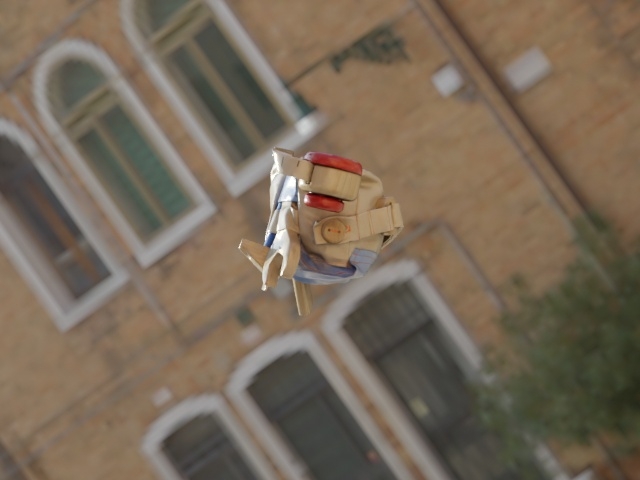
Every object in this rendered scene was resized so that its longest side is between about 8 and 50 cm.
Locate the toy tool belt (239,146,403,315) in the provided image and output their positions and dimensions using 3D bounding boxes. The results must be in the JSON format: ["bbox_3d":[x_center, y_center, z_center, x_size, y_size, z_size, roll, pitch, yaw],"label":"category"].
[{"bbox_3d":[0.000,0.000,0.618,0.083,0.052,0.051,87,-165,-87],"label":"toy tool belt"}]
